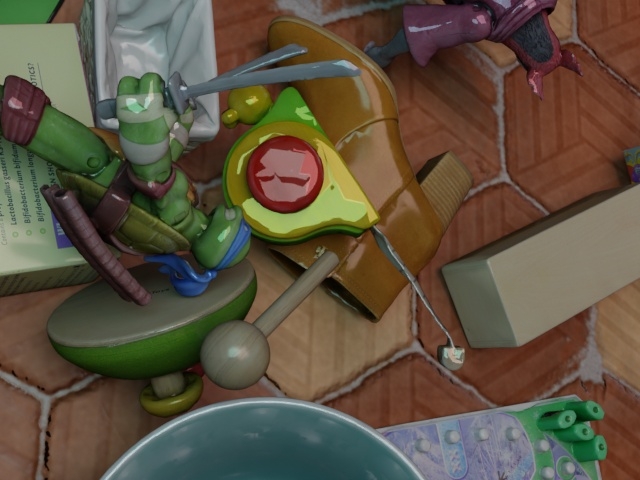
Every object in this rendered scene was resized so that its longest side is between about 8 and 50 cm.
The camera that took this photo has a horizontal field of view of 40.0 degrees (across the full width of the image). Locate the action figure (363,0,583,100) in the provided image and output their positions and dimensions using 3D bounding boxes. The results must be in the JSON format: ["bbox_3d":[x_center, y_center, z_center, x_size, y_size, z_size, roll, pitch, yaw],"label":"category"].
[{"bbox_3d":[0.162,-0.318,0.943,0.248,0.275,0.370,-38,80,-21],"label":"action figure"}]

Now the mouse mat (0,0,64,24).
[{"bbox_3d":[-0.310,-0.298,0.867,0.153,0.007,0.189,29,67,-16],"label":"mouse mat"}]

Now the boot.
[{"bbox_3d":[0.005,-0.074,0.910,0.295,0.104,0.211,42,69,-4],"label":"boot"}]

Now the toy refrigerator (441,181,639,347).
[{"bbox_3d":[0.277,0.026,1.021,0.270,0.094,0.102,-24,94,-28],"label":"toy refrigerator"}]

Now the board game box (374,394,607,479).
[{"bbox_3d":[0.172,0.375,0.898,0.390,0.050,0.389,-3,78,-26],"label":"board game box"}]

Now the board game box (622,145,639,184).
[{"bbox_3d":[0.508,-0.006,1.091,0.142,0.144,0.275,-13,87,-21],"label":"board game box"}]

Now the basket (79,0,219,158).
[{"bbox_3d":[-0.169,-0.166,0.845,0.113,0.103,0.167,1,77,-26],"label":"basket"}]

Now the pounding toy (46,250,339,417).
[{"bbox_3d":[-0.111,0.093,0.759,0.183,0.237,0.110,-40,122,-53],"label":"pounding toy"}]

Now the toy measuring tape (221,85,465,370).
[{"bbox_3d":[0.000,0.000,0.810,0.121,0.121,0.330,-31,86,-29],"label":"toy measuring tape"}]

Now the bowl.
[{"bbox_3d":[-0.049,0.293,0.714,0.312,0.163,0.311,2,71,-6],"label":"bowl"}]

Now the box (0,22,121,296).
[{"bbox_3d":[-0.316,-0.058,0.736,0.243,0.117,0.213,-9,81,-29],"label":"box"}]

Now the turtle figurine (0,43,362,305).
[{"bbox_3d":[-0.146,-0.108,0.660,0.266,0.274,0.197,23,33,-15],"label":"turtle figurine"}]
